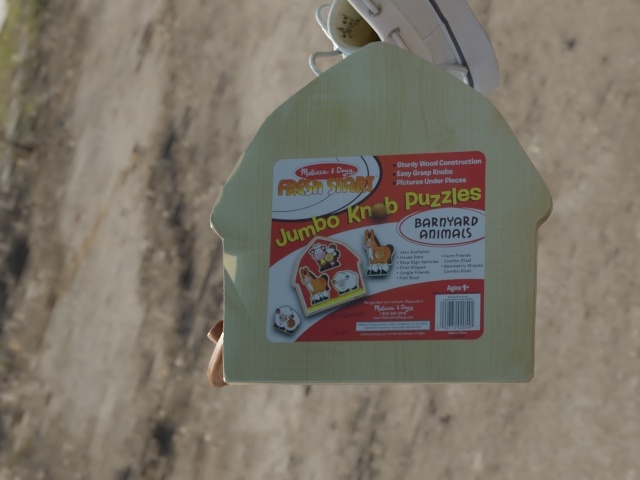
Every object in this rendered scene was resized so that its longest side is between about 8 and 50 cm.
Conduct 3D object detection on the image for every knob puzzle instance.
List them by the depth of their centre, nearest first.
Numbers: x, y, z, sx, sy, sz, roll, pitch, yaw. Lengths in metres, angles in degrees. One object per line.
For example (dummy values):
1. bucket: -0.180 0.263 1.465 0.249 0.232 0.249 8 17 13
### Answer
1. knob puzzle: 0.034 -0.015 0.909 0.030 0.213 0.213 42 -117 -68

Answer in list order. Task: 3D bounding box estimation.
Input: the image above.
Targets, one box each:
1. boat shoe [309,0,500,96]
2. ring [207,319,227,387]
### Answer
1. boat shoe: 0.056 -0.209 1.542 0.156 0.367 0.136 -32 63 6
2. ring: 0.000 0.000 1.532 0.336 0.032 0.336 -48 -11 -12
